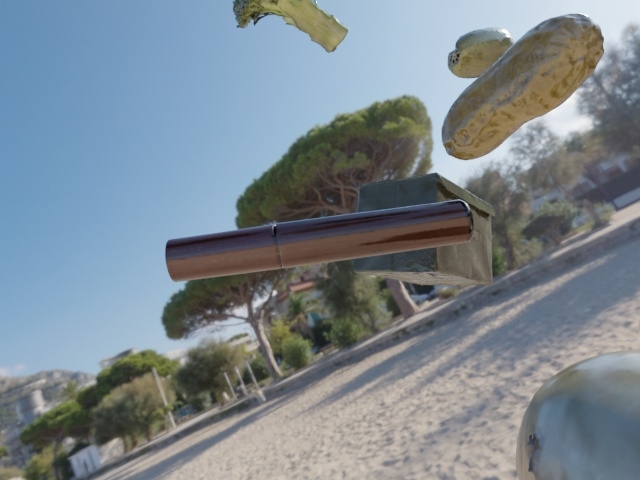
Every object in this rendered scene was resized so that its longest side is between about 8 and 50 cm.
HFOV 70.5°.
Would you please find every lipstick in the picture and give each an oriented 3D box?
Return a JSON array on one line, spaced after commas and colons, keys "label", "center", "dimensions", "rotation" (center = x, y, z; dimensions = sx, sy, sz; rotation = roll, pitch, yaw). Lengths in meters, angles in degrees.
[{"label": "lipstick", "center": [0.000, 0.000, 0.539], "dimensions": [0.357, 0.057, 0.057], "rotation": [-7, -13, -1]}]

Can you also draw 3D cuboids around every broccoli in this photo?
[{"label": "broccoli", "center": [-0.060, -0.695, 1.287], "dimensions": [0.362, 0.221, 0.252], "rotation": [3, -65, -29]}]

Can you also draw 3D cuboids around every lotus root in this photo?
[{"label": "lotus root", "center": [0.328, -0.370, 0.896], "dimensions": [0.183, 0.077, 0.090], "rotation": [-20, -23, -33]}]

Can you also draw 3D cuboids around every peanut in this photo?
[{"label": "peanut", "center": [0.248, -0.189, 0.584], "dimensions": [0.226, 0.095, 0.108], "rotation": [-39, 17, 37]}]

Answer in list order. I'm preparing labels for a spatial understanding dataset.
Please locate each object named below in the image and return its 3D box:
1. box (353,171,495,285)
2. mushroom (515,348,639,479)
[{"label": "box", "center": [0.187, -0.006, 0.776], "dimensions": [0.156, 0.148, 0.231], "rotation": [-4, -12, 39]}, {"label": "mushroom", "center": [0.252, 0.233, 0.293], "dimensions": [0.290, 0.298, 0.297], "rotation": [-51, -10, -7]}]
